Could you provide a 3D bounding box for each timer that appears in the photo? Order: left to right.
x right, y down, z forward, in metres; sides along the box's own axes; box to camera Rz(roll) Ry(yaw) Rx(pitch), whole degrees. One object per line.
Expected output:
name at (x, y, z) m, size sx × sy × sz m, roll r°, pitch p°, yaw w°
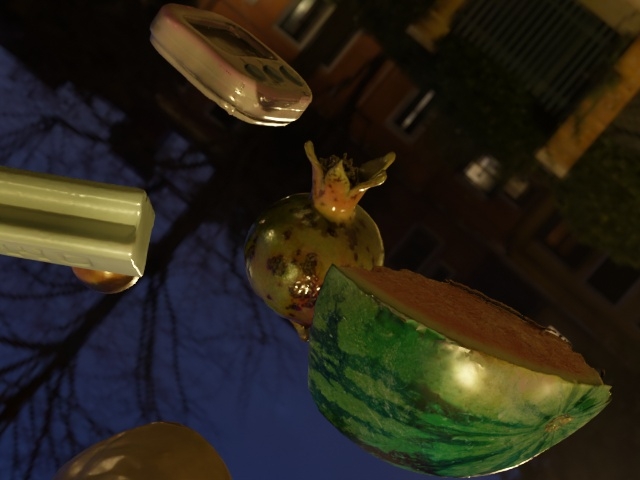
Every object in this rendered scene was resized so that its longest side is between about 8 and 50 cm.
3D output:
timer at (-0.111, -0.217, 1.643) m, size 0.191 × 0.069 × 0.208 m, roll 42°, pitch -161°, yaw 16°

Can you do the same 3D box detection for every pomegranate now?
pomegranate at (0.009, 0.000, 1.371) m, size 0.156 × 0.220 × 0.156 m, roll 22°, pitch -138°, yaw -22°

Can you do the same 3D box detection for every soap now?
soap at (-0.333, -0.027, 1.523) m, size 0.265 × 0.088 × 0.160 m, roll 10°, pitch 170°, yaw -2°

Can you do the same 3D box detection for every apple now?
apple at (-0.289, 0.016, 1.809) m, size 0.099 × 0.114 × 0.102 m, roll 17°, pitch 168°, yaw -5°

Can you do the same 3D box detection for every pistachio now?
pistachio at (-0.241, 0.332, 1.712) m, size 0.288 × 0.197 × 0.166 m, roll -6°, pitch 163°, yaw 31°

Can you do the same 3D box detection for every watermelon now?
watermelon at (0.089, 0.121, 0.990) m, size 0.231 × 0.146 × 0.128 m, roll 28°, pitch -162°, yaw 8°
